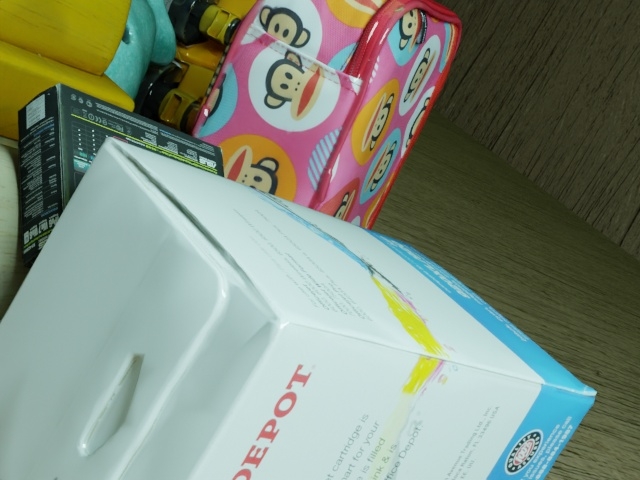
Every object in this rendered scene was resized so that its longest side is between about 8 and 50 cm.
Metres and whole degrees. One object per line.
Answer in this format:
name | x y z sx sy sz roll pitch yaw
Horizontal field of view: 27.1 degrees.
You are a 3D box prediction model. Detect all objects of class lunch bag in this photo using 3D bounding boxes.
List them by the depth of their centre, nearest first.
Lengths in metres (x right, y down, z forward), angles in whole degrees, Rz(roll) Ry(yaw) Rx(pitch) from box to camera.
lunch bag | -0.007 -0.063 1.001 0.120 0.293 0.258 28 12 12

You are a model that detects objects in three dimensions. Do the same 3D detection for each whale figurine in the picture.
whale figurine | -0.195 -0.178 1.153 0.141 0.216 0.272 -8 15 31

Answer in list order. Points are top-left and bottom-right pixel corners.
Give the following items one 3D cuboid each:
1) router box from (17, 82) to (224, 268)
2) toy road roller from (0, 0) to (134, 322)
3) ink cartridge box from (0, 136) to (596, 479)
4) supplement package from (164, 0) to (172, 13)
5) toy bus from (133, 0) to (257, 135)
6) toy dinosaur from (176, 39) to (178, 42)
router box | -0.103 -0.020 0.711 0.122 0.038 0.092 20 53 -45
toy road roller | -0.199 -0.098 0.799 0.202 0.240 0.329 16 19 -48
ink cartridge box | -0.023 0.083 0.657 0.232 0.171 0.168 19 17 -45
supplement package | -0.128 -0.193 1.578 0.134 0.139 0.244 23 14 -38
toy bus | -0.080 -0.153 1.377 0.149 0.220 0.211 29 5 16
toy dinosaur | -0.265 -0.227 1.446 0.200 0.127 0.296 26 17 -21
